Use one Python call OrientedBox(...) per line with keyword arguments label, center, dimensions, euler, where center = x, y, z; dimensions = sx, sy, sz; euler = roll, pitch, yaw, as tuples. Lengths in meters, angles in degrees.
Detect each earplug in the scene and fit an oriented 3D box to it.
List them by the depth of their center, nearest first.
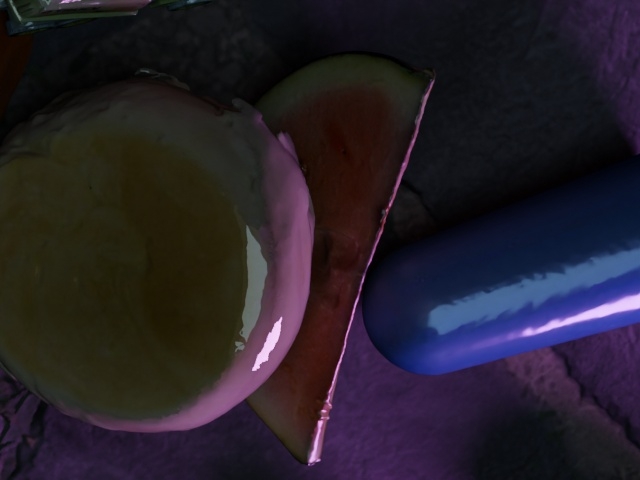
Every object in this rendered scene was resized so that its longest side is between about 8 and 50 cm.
OrientedBox(label="earplug", center=(0.164, 0.028, 1.356), dimensions=(0.272, 0.132, 0.132), euler=(-18, 113, -9))

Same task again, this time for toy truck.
OrientedBox(label="toy truck", center=(-0.129, -0.193, 1.148), dimensions=(0.191, 0.116, 0.085), euler=(-15, 95, -35))

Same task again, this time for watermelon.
OrientedBox(label="watermelon", center=(0.010, -0.003, 1.292), dimensions=(0.128, 0.159, 0.304), euler=(0, 112, -51))

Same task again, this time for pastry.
OrientedBox(label="pastry", center=(-0.125, 0.007, 1.199), dimensions=(0.264, 0.133, 0.265), euler=(3, 102, 16))

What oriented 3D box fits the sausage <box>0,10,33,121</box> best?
OrientedBox(label="sausage", center=(-0.256, -0.101, 1.184), dimensions=(0.089, 0.089, 0.179), euler=(20, 99, -24))
